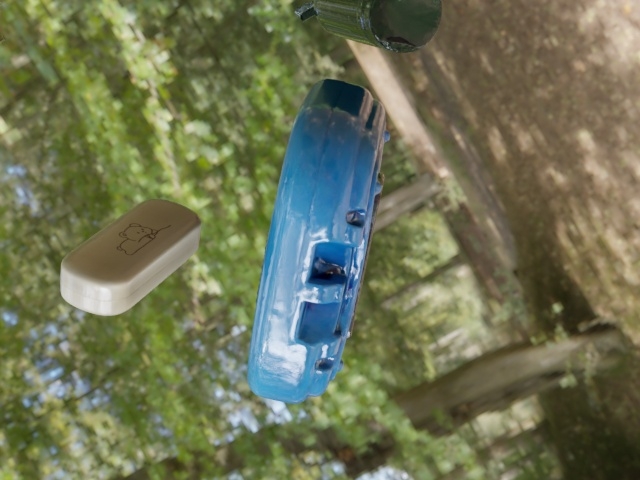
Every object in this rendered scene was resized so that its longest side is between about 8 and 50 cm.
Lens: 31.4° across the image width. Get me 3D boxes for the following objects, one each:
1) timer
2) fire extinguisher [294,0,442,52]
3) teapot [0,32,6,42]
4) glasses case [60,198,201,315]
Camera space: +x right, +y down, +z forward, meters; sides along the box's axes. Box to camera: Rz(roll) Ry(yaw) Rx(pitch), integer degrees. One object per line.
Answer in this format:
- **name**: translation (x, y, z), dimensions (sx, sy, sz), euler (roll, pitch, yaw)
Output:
- **timer**: translation (0.000, 0.000, 1.289), dimensions (0.309, 0.115, 0.340), euler (-70, -9, -69)
- **fire extinguisher**: translation (0.052, -0.304, 1.489), dimensions (0.095, 0.114, 0.311), euler (64, 173, -21)
- **teapot**: translation (-0.395, -0.204, 1.006), dimensions (0.182, 0.269, 0.173), euler (51, 161, -13)
- **glasses case**: translation (-0.200, 0.015, 1.221), dimensions (0.196, 0.083, 0.050), euler (-47, -26, -56)
